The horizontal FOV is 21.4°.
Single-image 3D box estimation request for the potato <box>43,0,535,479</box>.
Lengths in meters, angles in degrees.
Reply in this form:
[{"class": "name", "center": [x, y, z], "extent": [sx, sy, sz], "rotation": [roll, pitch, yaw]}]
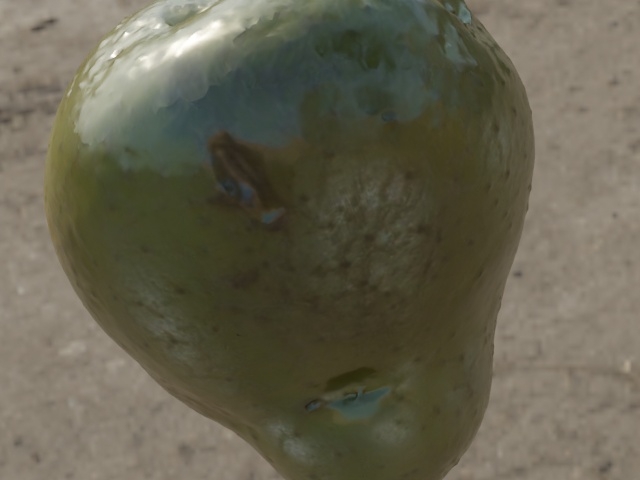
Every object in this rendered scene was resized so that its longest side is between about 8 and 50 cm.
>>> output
[{"class": "potato", "center": [0.000, 0.000, 0.553], "extent": [0.157, 0.194, 0.157], "rotation": [-16, 25, 8]}]
